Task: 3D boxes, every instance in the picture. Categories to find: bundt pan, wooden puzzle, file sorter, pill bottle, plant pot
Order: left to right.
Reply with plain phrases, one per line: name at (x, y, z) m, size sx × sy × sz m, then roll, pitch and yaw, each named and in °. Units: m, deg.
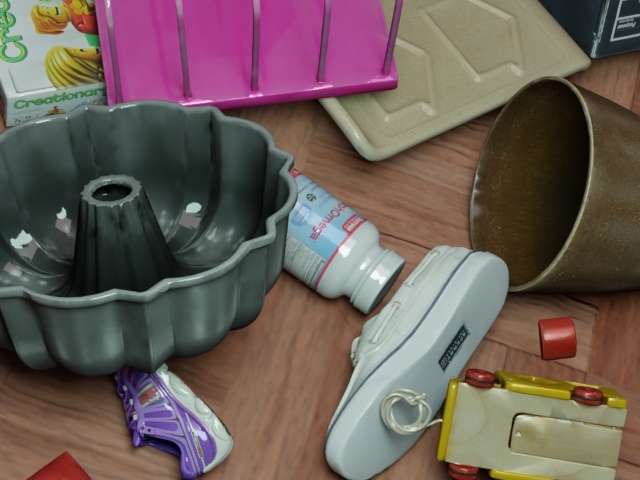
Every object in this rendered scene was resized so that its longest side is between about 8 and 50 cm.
bundt pan at (-0.178, 0.005, 1.348) m, size 0.330 × 0.124 × 0.331 m, roll -3°, pitch 33°, yaw 2°
file sorter at (-0.077, -0.262, 1.470) m, size 0.290 × 0.182 × 0.202 m, roll -8°, pitch 64°, yaw -7°
pill bottle at (0.000, 0.000, 1.469) m, size 0.160 × 0.087 × 0.087 m, roll 35°, pitch 55°, yaw 9°
wooden puzzle at (0.081, -0.245, 1.668) m, size 0.348 × 0.080 × 0.322 m, roll -23°, pitch 66°, yaw -32°
plant pot at (0.303, -0.034, 1.520) m, size 0.230 × 0.215 × 0.215 m, roll 12°, pitch 53°, yaw -24°

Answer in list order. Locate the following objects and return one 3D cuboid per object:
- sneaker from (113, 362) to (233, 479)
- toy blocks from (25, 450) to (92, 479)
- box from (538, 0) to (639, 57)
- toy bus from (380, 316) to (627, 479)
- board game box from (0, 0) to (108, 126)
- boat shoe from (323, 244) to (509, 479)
sneaker at (-0.155, 0.145, 1.349) m, size 0.071 × 0.068 × 0.170 m, roll -43°, pitch 69°, yaw -15°
toy blocks at (-0.132, 0.304, 1.084) m, size 0.381 × 0.261 × 0.190 m, roll 45°, pitch 57°, yaw 13°
box at (0.408, -0.393, 1.698) m, size 0.296 × 0.294 × 0.183 m, roll -13°, pitch 43°, yaw -23°
toy bus at (0.180, 0.170, 1.391) m, size 0.191 × 0.104 × 0.202 m, roll -35°, pitch 94°, yaw 2°
board game box at (-0.281, -0.268, 1.597) m, size 0.193 × 0.053 × 0.305 m, roll -13°, pitch 61°, yaw -22°
boat shoe at (0.074, 0.106, 1.419) m, size 0.088 × 0.096 × 0.267 m, roll 18°, pitch 63°, yaw 38°
